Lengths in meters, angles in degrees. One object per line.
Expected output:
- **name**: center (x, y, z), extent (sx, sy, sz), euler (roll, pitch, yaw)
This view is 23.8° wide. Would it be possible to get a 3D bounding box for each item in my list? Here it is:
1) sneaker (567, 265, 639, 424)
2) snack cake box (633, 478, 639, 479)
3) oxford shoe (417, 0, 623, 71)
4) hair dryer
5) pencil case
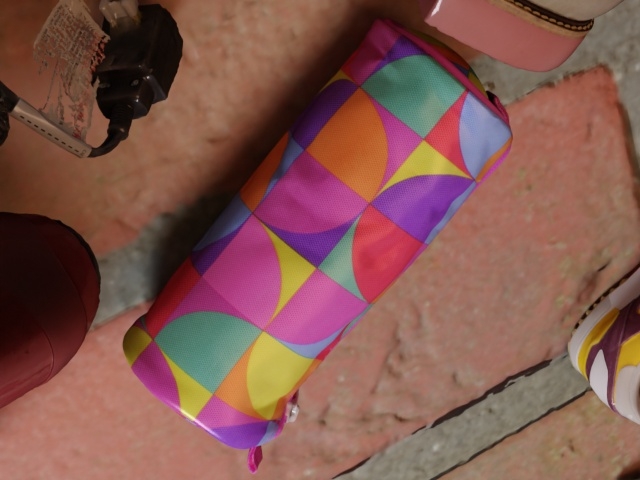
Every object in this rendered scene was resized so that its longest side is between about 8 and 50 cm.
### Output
- **sneaker**: center (0.236, 0.031, 0.930), extent (0.069, 0.084, 0.185), euler (25, 106, -36)
- **snack cake box**: center (0.346, 0.214, 1.027), extent (0.264, 0.152, 0.089), euler (-14, 128, -7)
- **oxford shoe**: center (0.030, -0.188, 0.648), extent (0.348, 0.123, 0.130), euler (15, 135, -44)
- **hair dryer**: center (-0.178, -0.025, 0.620), extent (0.223, 0.080, 0.294), euler (35, 56, -38)
- **pencil case**: center (0.000, 0.000, 0.782), extent (0.104, 0.104, 0.236), euler (30, 103, -37)
